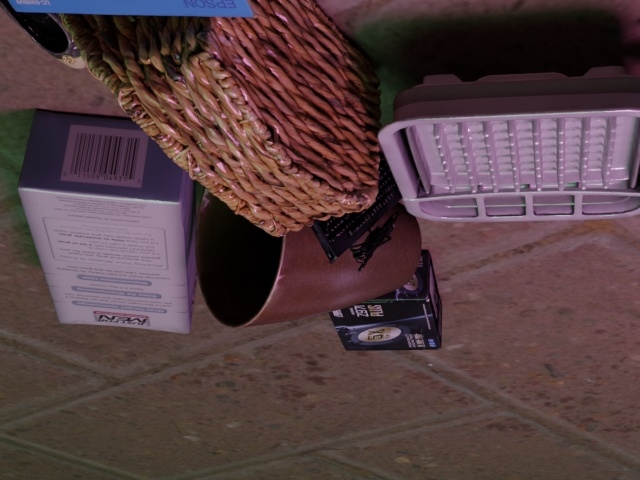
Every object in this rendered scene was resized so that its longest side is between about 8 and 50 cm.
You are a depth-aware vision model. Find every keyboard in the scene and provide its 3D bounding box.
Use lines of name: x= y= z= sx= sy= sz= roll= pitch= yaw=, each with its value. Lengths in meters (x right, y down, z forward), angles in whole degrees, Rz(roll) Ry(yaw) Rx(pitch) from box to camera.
keyboard: x=0.054 y=-0.037 z=1.257 sx=0.038 sy=0.192 sz=0.100 roll=-22 pitch=102 yaw=35

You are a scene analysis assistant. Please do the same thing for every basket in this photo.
basket: x=-0.103 y=-0.125 z=1.094 sx=0.223 sy=0.213 sz=0.299 roll=-14 pitch=147 yaw=28

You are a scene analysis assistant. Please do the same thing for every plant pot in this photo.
plant pot: x=0.000 y=0.000 z=1.360 sx=0.230 sy=0.215 sz=0.215 roll=4 pitch=156 yaw=-32

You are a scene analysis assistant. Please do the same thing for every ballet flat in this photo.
ballet flat: x=-0.285 y=-0.219 z=1.113 sx=0.057 sy=0.049 sz=0.173 roll=-8 pitch=150 yaw=23

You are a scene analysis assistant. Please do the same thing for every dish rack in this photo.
dish rack: x=0.218 y=-0.099 z=1.196 sx=0.285 sy=0.072 sz=0.333 roll=0 pitch=165 yaw=12

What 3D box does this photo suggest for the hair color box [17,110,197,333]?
hair color box: x=-0.256 y=-0.009 z=1.439 sx=0.185 sy=0.113 sz=0.374 roll=5 pitch=151 yaw=-2

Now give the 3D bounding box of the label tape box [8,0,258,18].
label tape box: x=-0.191 y=-0.311 z=0.827 sx=0.241 sy=0.106 sz=0.333 roll=6 pitch=154 yaw=21

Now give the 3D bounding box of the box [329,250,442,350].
box: x=0.093 y=0.090 z=1.620 sx=0.147 sy=0.077 sz=0.180 roll=-1 pitch=152 yaw=11
